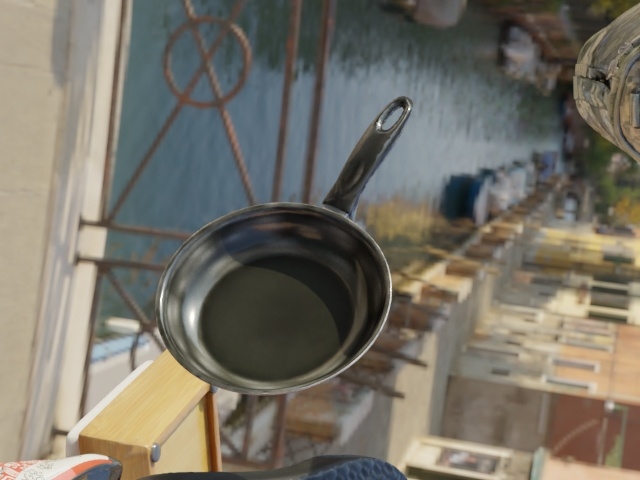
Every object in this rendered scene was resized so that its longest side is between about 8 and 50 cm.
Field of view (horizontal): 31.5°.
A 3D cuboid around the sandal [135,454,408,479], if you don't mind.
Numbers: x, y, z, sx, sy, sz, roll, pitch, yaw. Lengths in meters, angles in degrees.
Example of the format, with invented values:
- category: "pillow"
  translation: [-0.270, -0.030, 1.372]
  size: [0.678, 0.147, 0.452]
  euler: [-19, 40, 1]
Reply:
- category: "sandal"
  translation: [-0.048, 0.272, 1.056]
  size: [0.446, 0.107, 0.167]
  euler: [20, 79, -49]

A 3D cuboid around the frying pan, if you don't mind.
- category: "frying pan"
  translation: [-0.030, 0.000, 0.988]
  size: [0.053, 0.197, 0.326]
  euler: [82, 14, -50]

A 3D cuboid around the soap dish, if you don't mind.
- category: "soap dish"
  translation: [-0.227, 0.304, 1.537]
  size: [0.291, 0.118, 0.228]
  euler: [-47, 137, -68]

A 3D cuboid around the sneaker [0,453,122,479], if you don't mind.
- category: "sneaker"
  translation: [-0.326, 0.249, 1.157]
  size: [0.270, 0.145, 0.090]
  euler: [-14, 126, -66]

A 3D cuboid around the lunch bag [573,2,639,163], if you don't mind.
- category: "lunch bag"
  translation: [0.385, -0.147, 1.088]
  size: [0.305, 0.256, 0.212]
  euler: [-69, 155, -78]
